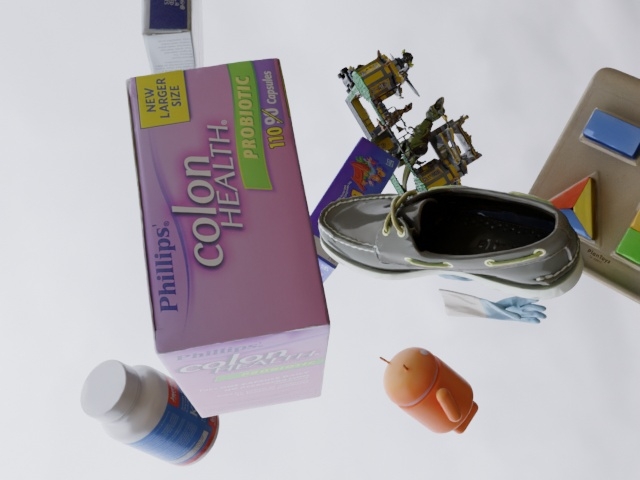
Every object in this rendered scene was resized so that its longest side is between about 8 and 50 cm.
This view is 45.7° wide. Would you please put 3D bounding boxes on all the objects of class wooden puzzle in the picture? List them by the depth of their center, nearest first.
[{"bbox_3d":[0.535,-0.093,1.290,0.322,0.348,0.080,32,-173,26],"label":"wooden puzzle"}]

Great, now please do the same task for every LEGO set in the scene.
[{"bbox_3d":[0.198,-0.227,1.432,0.331,0.192,0.255,58,173,5],"label":"LEGO set"}]

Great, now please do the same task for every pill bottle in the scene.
[{"bbox_3d":[-0.270,0.272,1.210,0.221,0.124,0.124,45,-143,-48],"label":"pill bottle"}]

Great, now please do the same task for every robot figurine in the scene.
[{"bbox_3d":[0.214,0.294,1.495,0.219,0.128,0.158,39,-151,-22],"label":"robot figurine"}]

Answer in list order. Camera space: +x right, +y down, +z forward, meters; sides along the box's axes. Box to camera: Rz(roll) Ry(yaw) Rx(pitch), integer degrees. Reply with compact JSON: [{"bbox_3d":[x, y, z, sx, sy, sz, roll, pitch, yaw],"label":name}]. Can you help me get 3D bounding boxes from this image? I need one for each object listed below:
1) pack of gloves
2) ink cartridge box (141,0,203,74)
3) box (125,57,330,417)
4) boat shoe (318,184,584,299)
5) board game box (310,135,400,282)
[{"bbox_3d":[0.327,0.103,1.519,0.046,0.232,0.195,-56,-47,-37],"label":"pack of gloves"},{"bbox_3d":[-0.199,-0.311,1.077,0.330,0.071,0.324,97,168,-65],"label":"ink cartridge box"},{"bbox_3d":[-0.070,0.013,0.631,0.243,0.117,0.214,91,169,-67],"label":"box"},{"bbox_3d":[0.125,-0.013,0.823,0.109,0.304,0.091,-65,-34,-25],"label":"boat shoe"},{"bbox_3d":[0.000,0.000,1.343,0.078,0.347,0.233,33,-117,-1],"label":"board game box"}]
